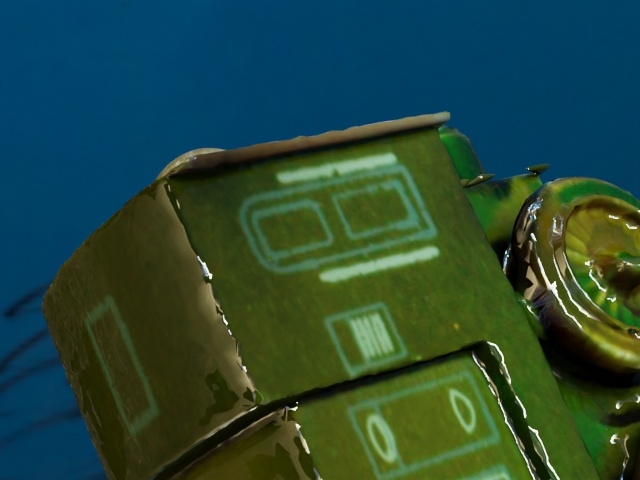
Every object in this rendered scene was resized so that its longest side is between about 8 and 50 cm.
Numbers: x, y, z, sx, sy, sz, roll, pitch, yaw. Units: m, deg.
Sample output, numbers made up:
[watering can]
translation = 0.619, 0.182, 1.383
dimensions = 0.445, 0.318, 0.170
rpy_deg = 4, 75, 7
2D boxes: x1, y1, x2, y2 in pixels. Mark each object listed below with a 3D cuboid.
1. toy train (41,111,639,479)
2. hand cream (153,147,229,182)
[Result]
[toy train]
translation = 0.040, 0.079, 0.358
dimensions = 0.090, 0.137, 0.225
rpy_deg = -40, -111, 46
[hand cream]
translation = 0.000, 0.000, 0.838
dimensions = 0.084, 0.203, 0.084
rpy_deg = -1, -91, 36
